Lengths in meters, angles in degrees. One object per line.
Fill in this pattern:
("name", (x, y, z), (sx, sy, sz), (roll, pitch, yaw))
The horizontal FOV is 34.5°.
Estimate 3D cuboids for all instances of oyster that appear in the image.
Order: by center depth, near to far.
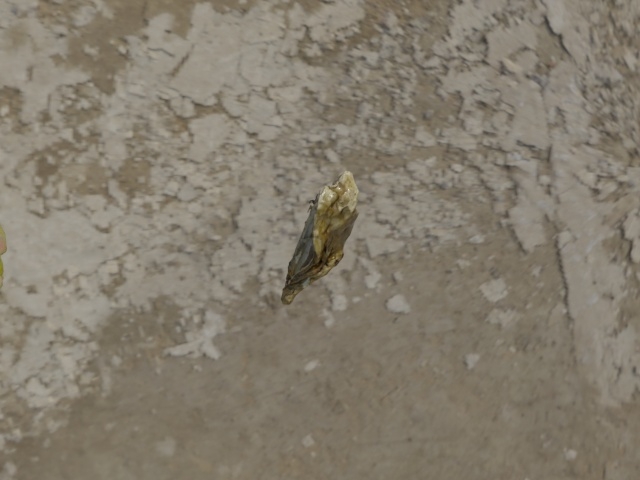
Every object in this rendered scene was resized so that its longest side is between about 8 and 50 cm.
("oyster", (0.001, -0.001, 0.626), (0.034, 0.051, 0.093), (28, 137, 2))

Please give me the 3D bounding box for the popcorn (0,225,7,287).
("popcorn", (-0.319, 0.005, 0.807), (0.126, 0.145, 0.126), (-33, 86, 20))
